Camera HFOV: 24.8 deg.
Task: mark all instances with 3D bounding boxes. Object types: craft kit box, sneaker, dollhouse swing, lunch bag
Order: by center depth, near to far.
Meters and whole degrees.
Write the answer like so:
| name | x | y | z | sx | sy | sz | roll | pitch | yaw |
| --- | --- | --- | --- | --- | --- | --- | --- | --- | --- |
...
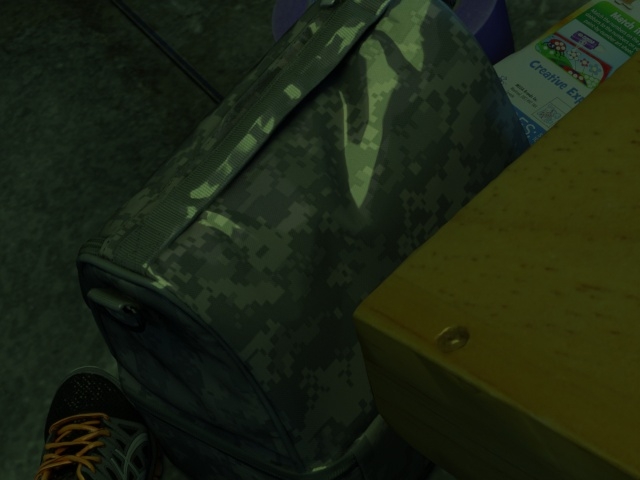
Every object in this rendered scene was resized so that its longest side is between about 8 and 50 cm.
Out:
| name | x | y | z | sx | sy | sz | roll | pitch | yaw |
| --- | --- | --- | --- | --- | --- | --- | --- | --- | --- |
| dollhouse swing | 0.242 | 0.056 | 0.749 | 0.347 | 0.305 | 0.315 | -41 | 38 | -17 |
| lunch bag | 0.000 | 0.000 | 0.946 | 0.212 | 0.256 | 0.305 | 24 | 61 | 33 |
| sneaker | -0.157 | 0.165 | 0.977 | 0.084 | 0.083 | 0.215 | -17 | 46 | 6 |
| craft kit box | 0.274 | -0.103 | 1.081 | 0.246 | 0.061 | 0.250 | -36 | 49 | -9 |

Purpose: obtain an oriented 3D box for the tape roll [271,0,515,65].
| name | x | y | z | sx | sy | sz | roll | pitch | yaw |
| --- | --- | --- | --- | --- | --- | --- | --- | --- | --- |
| tape roll | 0.060 | -0.169 | 1.191 | 0.189 | 0.080 | 0.189 | -10 | 49 | 12 |
